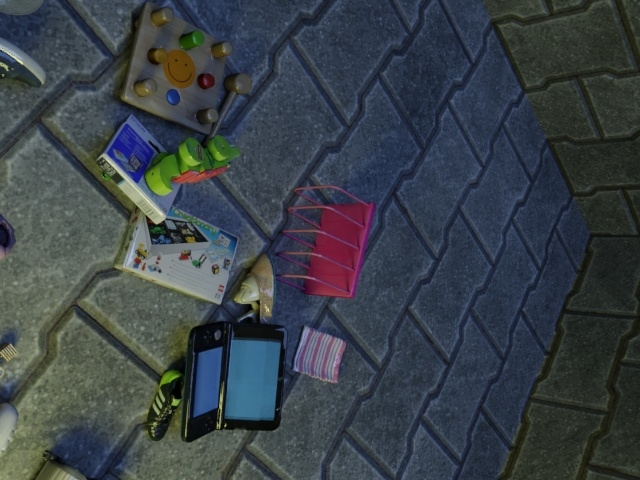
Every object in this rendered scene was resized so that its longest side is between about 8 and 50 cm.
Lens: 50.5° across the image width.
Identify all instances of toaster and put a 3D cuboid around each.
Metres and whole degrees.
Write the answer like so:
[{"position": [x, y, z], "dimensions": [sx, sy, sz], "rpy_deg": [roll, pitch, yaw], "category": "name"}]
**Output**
[{"position": [-0.552, 0.575, 1.479], "dimensions": [0.227, 0.129, 0.146], "rpy_deg": [49, 60, -35], "category": "toaster"}]

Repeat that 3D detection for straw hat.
[{"position": [-0.640, -0.549, 1.428], "dimensions": [0.144, 0.061, 0.144], "rpy_deg": [-1, 92, -46], "category": "straw hat"}]

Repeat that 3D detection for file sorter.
[{"position": [0.000, 0.000, 1.982], "dimensions": [0.182, 0.202, 0.290], "rpy_deg": [26, 72, -41], "category": "file sorter"}]

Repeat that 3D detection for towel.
[{"position": [0.000, 0.355, 2.106], "dimensions": [0.197, 0.029, 0.144], "rpy_deg": [28, 70, -42], "category": "towel"}]

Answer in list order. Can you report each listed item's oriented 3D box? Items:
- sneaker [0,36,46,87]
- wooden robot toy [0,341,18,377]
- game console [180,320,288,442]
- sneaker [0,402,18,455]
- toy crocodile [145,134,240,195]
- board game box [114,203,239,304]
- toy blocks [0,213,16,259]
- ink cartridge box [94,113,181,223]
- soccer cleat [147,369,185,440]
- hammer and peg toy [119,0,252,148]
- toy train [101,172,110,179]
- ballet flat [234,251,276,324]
[{"position": [-0.720, -0.350, 1.315], "dimensions": [0.350, 0.131, 0.148], "rpy_deg": [22, 82, -38], "category": "sneaker"}, {"position": [-0.689, 0.272, 1.372], "dimensions": [0.173, 0.079, 0.076], "rpy_deg": [-28, 110, -41], "category": "wooden robot toy"}, {"position": [-0.219, 0.366, 1.758], "dimensions": [0.250, 0.173, 0.293], "rpy_deg": [2, 92, -70], "category": "game console"}, {"position": [-0.728, 0.417, 1.319], "dimensions": [0.297, 0.111, 0.129], "rpy_deg": [-44, 113, -37], "category": "sneaker"}, {"position": [-0.306, -0.189, 1.680], "dimensions": [0.105, 0.115, 0.340], "rpy_deg": [66, 25, -2], "category": "toy crocodile"}, {"position": [-0.355, 0.028, 1.725], "dimensions": [0.305, 0.053, 0.193], "rpy_deg": [29, 69, -42], "category": "board game box"}, {"position": [-0.693, -0.091, 1.251], "dimensions": [0.260, 0.309, 0.288], "rpy_deg": [48, 35, -86], "category": "toy blocks"}, {"position": [-0.423, -0.174, 1.619], "dimensions": [0.206, 0.045, 0.208], "rpy_deg": [49, 27, -26], "category": "ink cartridge box"}, {"position": [-0.383, 0.411, 1.687], "dimensions": [0.060, 0.072, 0.179], "rpy_deg": [24, 73, -43], "category": "soccer cleat"}, {"position": [-0.316, -0.400, 1.709], "dimensions": [0.361, 0.127, 0.266], "rpy_deg": [21, 76, -43], "category": "hammer and peg toy"}, {"position": [-0.491, -0.179, 1.613], "dimensions": [0.023, 0.017, 0.083], "rpy_deg": [51, 56, -44], "category": "toy train"}, {"position": [-0.182, 0.191, 1.873], "dimensions": [0.106, 0.107, 0.316], "rpy_deg": [-3, 92, -32], "category": "ballet flat"}]
